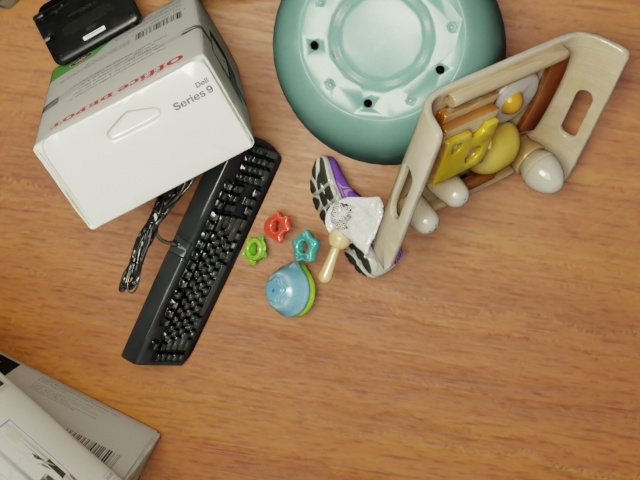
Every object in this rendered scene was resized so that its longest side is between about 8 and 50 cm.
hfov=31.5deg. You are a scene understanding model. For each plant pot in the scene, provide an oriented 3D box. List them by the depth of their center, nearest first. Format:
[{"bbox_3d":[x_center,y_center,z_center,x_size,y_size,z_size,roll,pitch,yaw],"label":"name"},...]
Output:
[{"bbox_3d":[0.076,-0.231,1.325,0.293,0.235,0.292,1,96,6],"label":"plant pot"}]

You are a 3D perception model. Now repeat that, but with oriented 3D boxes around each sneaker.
[{"bbox_3d":[0.045,-0.035,1.451,0.071,0.068,0.169,-29,89,-26],"label":"sneaker"}]

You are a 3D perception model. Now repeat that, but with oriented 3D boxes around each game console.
[{"bbox_3d":[-0.287,-0.284,1.416,0.122,0.071,0.107,-29,83,6],"label":"game console"}]

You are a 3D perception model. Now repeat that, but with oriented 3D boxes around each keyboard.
[{"bbox_3d":[-0.160,0.011,1.399,0.033,0.202,0.317,29,98,34],"label":"keyboard"}]

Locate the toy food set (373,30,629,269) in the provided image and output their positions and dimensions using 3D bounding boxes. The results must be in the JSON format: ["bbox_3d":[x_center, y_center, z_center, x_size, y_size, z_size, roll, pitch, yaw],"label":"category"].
[{"bbox_3d":[0.206,-0.096,1.293,0.306,0.219,0.092,-26,60,-32],"label":"toy food set"}]

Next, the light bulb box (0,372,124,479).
[{"bbox_3d":[-0.455,0.307,1.187,0.361,0.225,0.358,42,99,-1],"label":"light bulb box"}]

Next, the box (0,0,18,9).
[{"bbox_3d":[-0.418,-0.421,1.388,0.149,0.127,0.232,-38,94,7],"label":"box"}]

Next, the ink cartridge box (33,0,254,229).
[{"bbox_3d":[-0.203,-0.158,1.316,0.211,0.289,0.121,-28,116,6],"label":"ink cartridge box"}]

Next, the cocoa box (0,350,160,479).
[{"bbox_3d":[-0.419,0.288,1.414,0.347,0.231,0.227,27,98,0],"label":"cocoa box"}]

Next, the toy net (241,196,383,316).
[{"bbox_3d":[0.000,0.000,1.415,0.232,0.045,0.122,-36,64,34],"label":"toy net"}]
